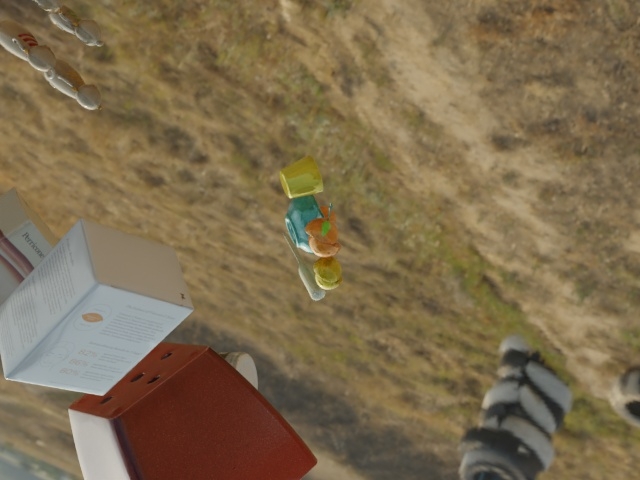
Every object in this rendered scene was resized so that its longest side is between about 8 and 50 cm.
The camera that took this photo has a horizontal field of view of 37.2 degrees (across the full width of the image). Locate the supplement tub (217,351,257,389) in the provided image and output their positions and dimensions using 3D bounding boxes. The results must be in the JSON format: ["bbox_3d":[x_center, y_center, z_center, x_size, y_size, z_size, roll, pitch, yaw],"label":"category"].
[{"bbox_3d":[-0.224,0.268,1.781,0.190,0.117,0.117,-3,152,19],"label":"supplement tub"}]

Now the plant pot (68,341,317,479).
[{"bbox_3d":[-0.217,0.298,1.412,0.267,0.267,0.236,-4,117,55],"label":"plant pot"}]

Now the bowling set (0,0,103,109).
[{"bbox_3d":[-0.428,-0.361,1.509,0.154,0.200,0.287,36,-178,37],"label":"bowling set"}]

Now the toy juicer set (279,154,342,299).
[{"bbox_3d":[0.000,0.000,1.741,0.329,0.089,0.209,96,151,-66],"label":"toy juicer set"}]

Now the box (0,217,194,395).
[{"bbox_3d":[-0.245,0.076,1.020,0.170,0.091,0.130,-42,141,23],"label":"box"}]

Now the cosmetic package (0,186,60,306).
[{"bbox_3d":[-0.497,0.083,1.331,0.153,0.296,0.129,56,171,-35],"label":"cosmetic package"}]
